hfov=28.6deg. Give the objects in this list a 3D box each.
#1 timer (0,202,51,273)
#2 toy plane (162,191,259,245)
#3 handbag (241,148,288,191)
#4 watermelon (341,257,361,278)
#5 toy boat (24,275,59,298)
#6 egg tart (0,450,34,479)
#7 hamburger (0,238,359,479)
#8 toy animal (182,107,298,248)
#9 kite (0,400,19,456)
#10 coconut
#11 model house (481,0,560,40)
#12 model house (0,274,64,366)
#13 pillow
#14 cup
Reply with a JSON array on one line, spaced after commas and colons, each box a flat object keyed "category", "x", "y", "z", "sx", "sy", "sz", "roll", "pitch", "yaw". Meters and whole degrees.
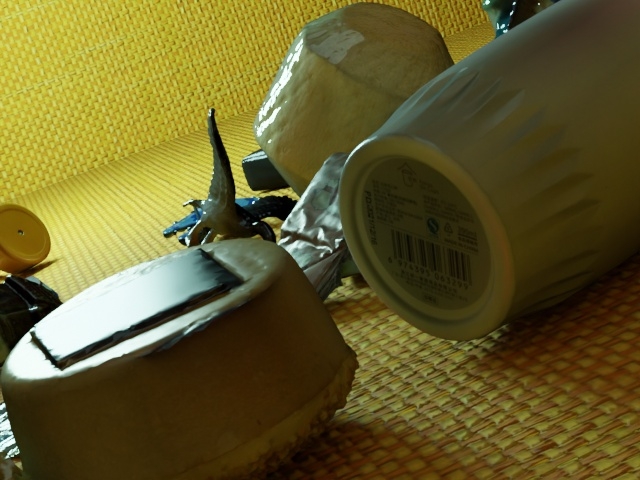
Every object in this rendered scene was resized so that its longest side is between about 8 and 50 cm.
[{"category": "timer", "x": -0.595, "y": 0.024, "z": 2.333, "sx": 0.152, "sy": 0.132, "sz": 0.132, "roll": -39, "pitch": 0, "yaw": 33}, {"category": "toy plane", "x": -0.169, "y": -0.044, "z": 2.031, "sx": 0.169, "sy": 0.078, "sz": 0.246, "roll": -19, "pitch": 6, "yaw": 1}, {"category": "handbag", "x": 0.004, "y": -0.172, "z": 2.301, "sx": 0.246, "sy": 0.080, "sz": 0.223, "roll": -10, "pitch": 15, "yaw": 35}, {"category": "watermelon", "x": 0.151, "y": -0.065, "z": 1.509, "sx": 0.303, "sy": 0.128, "sz": 0.159, "roll": -17, "pitch": 13, "yaw": 10}, {"category": "toy boat", "x": -0.443, "y": 0.093, "z": 1.928, "sx": 0.080, "sy": 0.046, "sz": 0.229, "roll": -16, "pitch": 10, "yaw": -8}, {"category": "egg tart", "x": -0.338, "y": 0.222, "z": 0.869, "sx": 0.294, "sy": 0.123, "sz": 0.294, "roll": -13, "pitch": 34, "yaw": 9}, {"category": "hamburger", "x": -0.112, "y": 0.120, "z": 1.025, "sx": 0.302, "sy": 0.170, "sz": 0.302, "roll": -19, "pitch": 17, "yaw": 6}, {"category": "toy animal", "x": -0.115, "y": -0.025, "z": 1.806, "sx": 0.160, "sy": 0.197, "sz": 0.272, "roll": -31, "pitch": -37, "yaw": 24}, {"category": "kite", "x": -0.298, "y": 0.202, "z": 1.314, "sx": 0.310, "sy": 0.015, "sz": 0.169, "roll": -9, "pitch": 17, "yaw": 40}, {"category": "coconut", "x": 0.051, "y": -0.164, "z": 1.786, "sx": 0.328, "sy": 0.329, "sz": 0.329, "roll": -18, "pitch": 12, "yaw": 4}, {"category": "model house", "x": 0.349, "y": -0.297, "z": 1.853, "sx": 0.245, "sy": 0.280, "sz": 0.312, "roll": -26, "pitch": 13, "yaw": -28}, {"category": "model house", "x": -0.404, "y": 0.114, "z": 1.691, "sx": 0.152, "sy": 0.106, "sz": 0.165, "roll": -16, "pitch": 42, "yaw": -44}, {"category": "pillow", "x": 0.000, "y": 0.000, "z": 1.459, "sx": 0.135, "sy": 0.049, "sz": 0.248, "roll": 5, "pitch": 59, "yaw": 54}, {"category": "cup", "x": 0.214, "y": -0.077, "z": 1.192, "sx": 0.371, "sy": 0.253, "sz": 0.253, "roll": -32, "pitch": 17, "yaw": -37}]
